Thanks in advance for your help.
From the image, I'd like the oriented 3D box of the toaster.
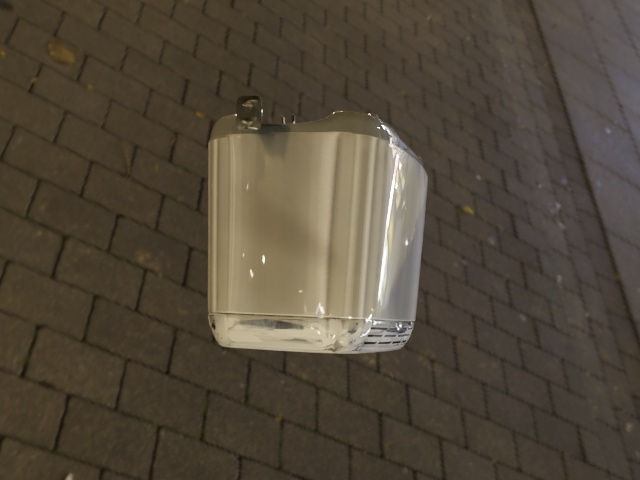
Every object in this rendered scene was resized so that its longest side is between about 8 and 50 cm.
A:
[{"bbox_3d":[0.000,0.000,0.571,0.227,0.129,0.146,20,71,-73],"label":"toaster"}]
